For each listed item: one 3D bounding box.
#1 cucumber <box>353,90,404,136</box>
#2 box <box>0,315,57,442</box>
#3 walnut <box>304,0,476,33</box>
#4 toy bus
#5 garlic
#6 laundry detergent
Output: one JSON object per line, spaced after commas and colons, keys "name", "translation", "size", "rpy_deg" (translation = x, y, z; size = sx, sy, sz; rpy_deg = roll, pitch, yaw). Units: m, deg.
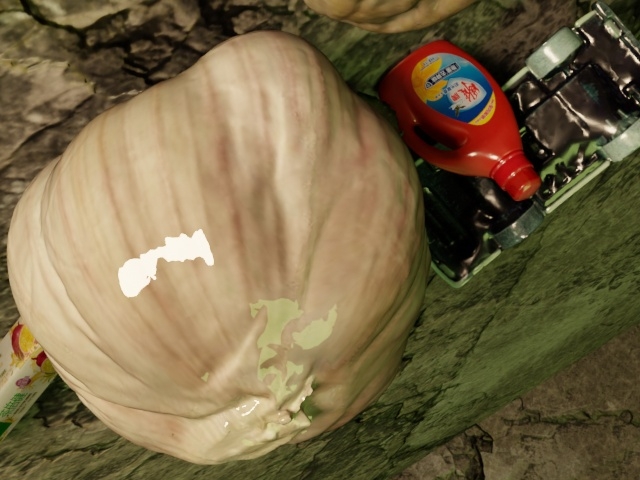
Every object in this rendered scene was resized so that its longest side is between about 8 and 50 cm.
{"name": "cucumber", "translation": [0.000, 0.000, 0.808], "size": [0.096, 0.096, 0.359], "rpy_deg": [-22, 154, -23]}
{"name": "box", "translation": [-0.302, 0.146, 0.752], "size": [0.207, 0.041, 0.050], "rpy_deg": [-46, 154, 23]}
{"name": "walnut", "translation": [0.053, -0.211, 0.435], "size": [0.178, 0.178, 0.230], "rpy_deg": [-16, 154, -33]}
{"name": "toy bus", "translation": [0.202, -0.091, 0.800], "size": [0.276, 0.134, 0.164], "rpy_deg": [-40, 179, 13]}
{"name": "garlic", "translation": [-0.065, 0.022, 0.561], "size": [0.317, 0.260, 0.317], "rpy_deg": [-11, 147, -7]}
{"name": "laundry detergent", "translation": [0.126, -0.098, 0.693], "size": [0.097, 0.165, 0.049], "rpy_deg": [-34, 155, -1]}
